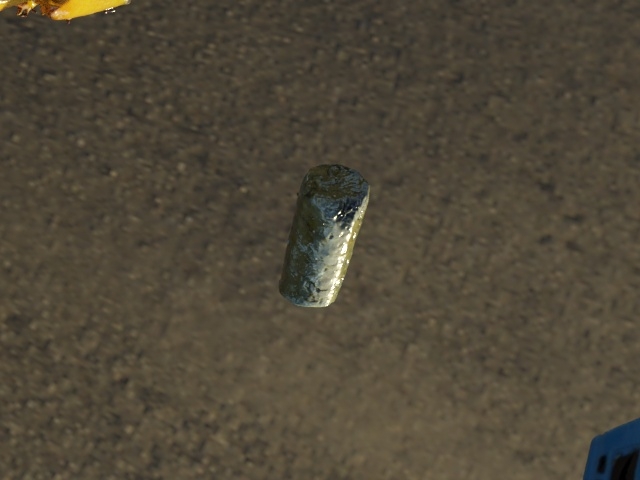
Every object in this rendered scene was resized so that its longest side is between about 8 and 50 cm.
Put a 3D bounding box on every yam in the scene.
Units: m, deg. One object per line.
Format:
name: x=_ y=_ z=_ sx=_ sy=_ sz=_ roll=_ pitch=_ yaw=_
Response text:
yam: x=0.000 y=0.000 z=1.769 sx=0.078 sy=0.078 sz=0.179 roll=-25 pitch=147 yaw=-35

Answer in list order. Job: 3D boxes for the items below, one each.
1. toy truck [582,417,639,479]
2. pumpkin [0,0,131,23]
toy truck: x=0.243 y=0.299 z=1.089 sx=0.161 sy=0.162 sz=0.385 roll=38 pitch=50 yaw=-27
pumpkin: x=-0.303 y=-0.276 z=1.577 sx=0.254 sy=0.149 sz=0.130 roll=-25 pitch=155 yaw=-37
